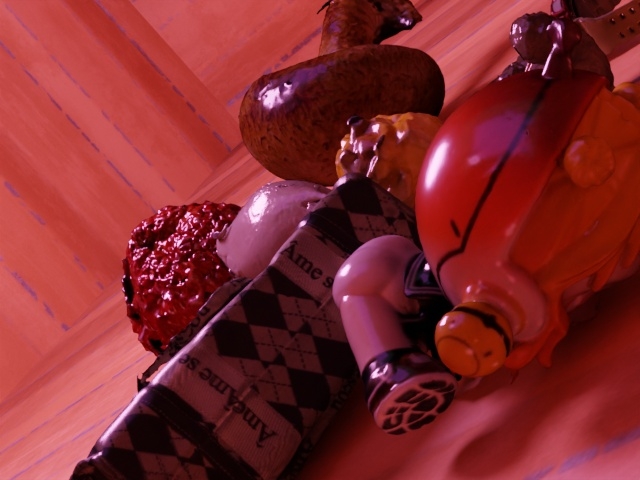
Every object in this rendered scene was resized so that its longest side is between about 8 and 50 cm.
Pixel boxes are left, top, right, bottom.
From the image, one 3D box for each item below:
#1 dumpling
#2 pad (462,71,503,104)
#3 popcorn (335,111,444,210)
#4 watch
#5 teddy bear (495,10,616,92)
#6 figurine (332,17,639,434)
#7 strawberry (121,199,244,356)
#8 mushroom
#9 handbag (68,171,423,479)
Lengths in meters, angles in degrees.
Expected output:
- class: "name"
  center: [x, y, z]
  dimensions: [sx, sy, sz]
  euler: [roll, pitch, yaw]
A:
- class: "dumpling"
  center: [-0.006, 0.014, 1.912]
  dimensions: [0.293, 0.204, 0.163]
  euler: [-11, 59, 41]
- class: "pad"
  center: [0.275, -0.217, 2.140]
  dimensions: [0.284, 0.018, 0.286]
  euler: [-35, 12, 37]
- class: "popcorn"
  center: [0.096, -0.104, 1.960]
  dimensions: [0.167, 0.152, 0.148]
  euler: [-20, 51, 27]
- class: "watch"
  center: [0.420, -0.323, 1.880]
  dimensions: [0.268, 0.102, 0.165]
  euler: [-22, 27, 39]
- class: "teddy bear"
  center: [0.263, -0.173, 1.693]
  dimensions: [0.140, 0.177, 0.190]
  euler: [3, 7, -8]
- class: "figurine"
  center: [0.154, -0.010, 1.188]
  dimensions: [0.323, 0.196, 0.320]
  euler: [-48, -1, 31]
- class: "strawberry"
  center: [-0.182, 0.046, 2.187]
  dimensions: [0.274, 0.220, 0.274]
  euler: [-43, 6, 5]
- class: "mushroom"
  center: [0.044, -0.261, 2.382]
  dimensions: [0.331, 0.356, 0.334]
  euler: [8, 3, 44]
- class: "handbag"
  center: [-0.077, 0.154, 1.492]
  dimensions: [0.416, 0.180, 0.317]
  euler: [-48, -1, -28]
